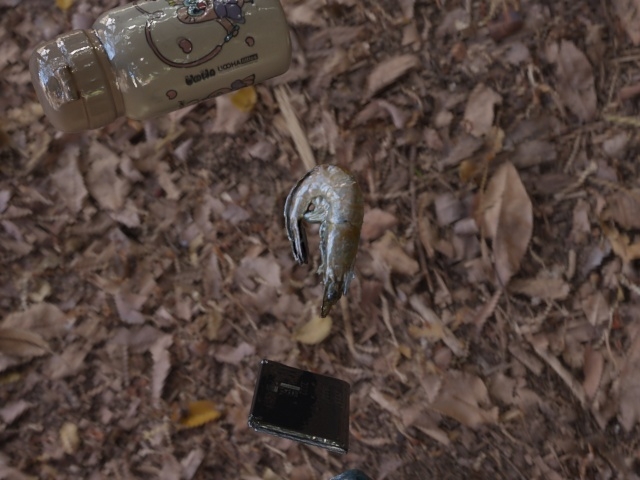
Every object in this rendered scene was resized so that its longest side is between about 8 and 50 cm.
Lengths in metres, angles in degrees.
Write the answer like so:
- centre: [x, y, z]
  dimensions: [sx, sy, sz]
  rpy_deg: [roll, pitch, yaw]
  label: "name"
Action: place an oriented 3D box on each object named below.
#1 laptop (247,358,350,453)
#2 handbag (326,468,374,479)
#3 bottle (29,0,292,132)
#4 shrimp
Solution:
- centre: [-0.024, 0.210, 1.308]
  dimensions: [0.129, 0.180, 0.016]
  rpy_deg: [15, 110, -3]
  label: "laptop"
- centre: [-0.032, 0.267, 0.868]
  dimensions: [0.221, 0.144, 0.057]
  rpy_deg: [-25, 56, 19]
  label: "handbag"
- centre: [-0.138, -0.156, 0.857]
  dimensions: [0.209, 0.110, 0.097]
  rpy_deg: [-21, 100, -14]
  label: "bottle"
- centre: [0.000, 0.000, 1.468]
  dimensions: [0.126, 0.047, 0.223]
  rpy_deg: [7, 91, 26]
  label: "shrimp"
